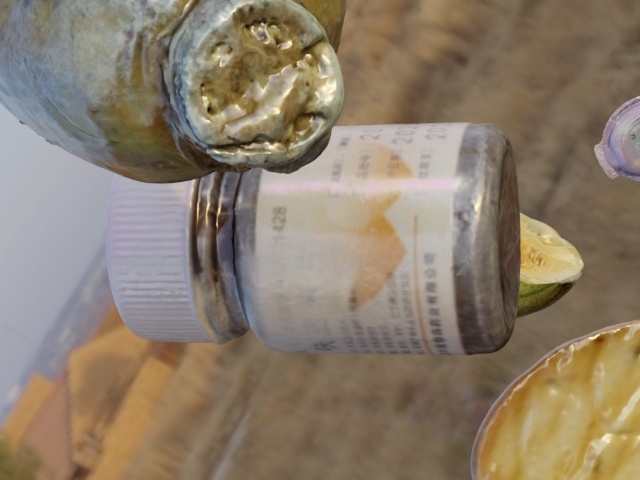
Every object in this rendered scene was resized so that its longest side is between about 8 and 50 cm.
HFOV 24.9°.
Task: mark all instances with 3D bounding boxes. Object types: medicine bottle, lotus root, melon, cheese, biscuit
[{"bbox_3d":[0.000,0.000,1.037,0.165,0.273,0.165,-1,-90,-77],"label":"medicine bottle"},{"bbox_3d":[-0.102,-0.124,0.751,0.175,0.175,0.349,-59,31,-6],"label":"lotus root"},{"bbox_3d":[0.155,0.036,1.241,0.160,0.128,0.079,-22,-54,-53],"label":"melon"},{"bbox_3d":[0.428,-0.141,1.785,0.191,0.105,0.042,-31,10,2],"label":"cheese"},{"bbox_3d":[0.256,0.183,1.325,0.260,0.203,0.041,-54,2,3],"label":"biscuit"}]
